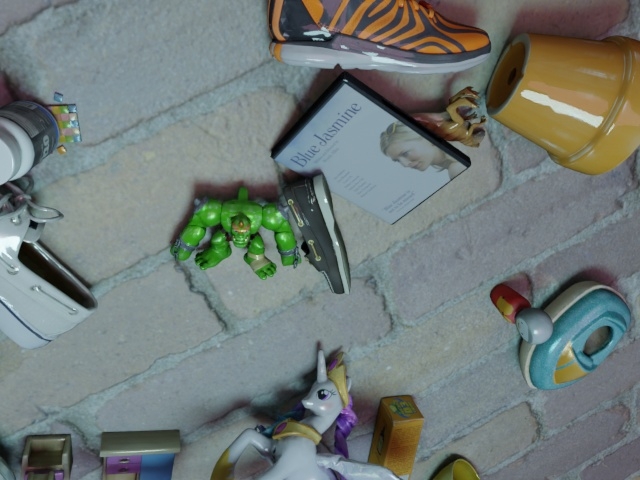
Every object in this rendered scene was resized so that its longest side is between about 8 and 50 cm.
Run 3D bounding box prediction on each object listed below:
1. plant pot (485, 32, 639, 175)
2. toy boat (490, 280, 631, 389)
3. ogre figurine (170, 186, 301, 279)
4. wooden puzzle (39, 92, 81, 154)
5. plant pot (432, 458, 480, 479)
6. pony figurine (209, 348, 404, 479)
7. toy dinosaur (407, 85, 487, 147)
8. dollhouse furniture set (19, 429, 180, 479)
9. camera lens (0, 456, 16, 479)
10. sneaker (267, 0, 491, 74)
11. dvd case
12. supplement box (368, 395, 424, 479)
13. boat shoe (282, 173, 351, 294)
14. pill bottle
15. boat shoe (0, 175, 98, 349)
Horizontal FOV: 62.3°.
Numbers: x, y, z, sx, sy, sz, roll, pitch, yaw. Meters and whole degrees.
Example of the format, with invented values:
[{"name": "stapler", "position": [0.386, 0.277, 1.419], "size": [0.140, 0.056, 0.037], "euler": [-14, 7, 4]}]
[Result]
[{"name": "plant pot", "position": [0.368, -0.223, 0.809], "size": [0.187, 0.205, 0.205], "euler": [15, 111, -7]}, {"name": "toy boat", "position": [0.479, 0.190, 1.064], "size": [0.318, 0.148, 0.268], "euler": [26, 106, -27]}, {"name": "ogre figurine", "position": [-0.125, -0.011, 0.807], "size": [0.197, 0.097, 0.118], "euler": [15, 128, 6]}, {"name": "wooden puzzle", "position": [-0.350, -0.155, 0.709], "size": [0.049, 0.006, 0.083], "euler": [-6, 117, -15]}, {"name": "plant pot", "position": [0.308, 0.591, 1.234], "size": [0.134, 0.134, 0.095], "euler": [36, 127, -29]}, {"name": "pony figurine", "position": [-0.005, 0.425, 0.945], "size": [0.363, 0.302, 0.351], "euler": [-41, 105, -29]}, {"name": "toy dinosaur", "position": [0.192, -0.184, 0.823], "size": [0.211, 0.064, 0.112], "euler": [10, 135, -26]}, {"name": "dollhouse furniture set", "position": [-0.352, 0.497, 0.862], "size": [0.286, 0.303, 0.198], "euler": [5, 113, -20]}, {"name": "camera lens", "position": [-0.595, 0.440, 0.758], "size": [0.219, 0.274, 0.220], "euler": [-1, 113, -3]}, {"name": "sneaker", "position": [0.093, -0.322, 0.700], "size": [0.321, 0.125, 0.180], "euler": [-3, 117, -16]}, {"name": "dvd case", "position": [0.077, -0.125, 0.804], "size": [0.253, 0.022, 0.180], "euler": [26, 135, -27]}, {"name": "supplement box", "position": [0.156, 0.448, 1.131], "size": [0.080, 0.078, 0.234], "euler": [-3, 117, -16]}, {"name": "boat shoe", "position": [0.000, 0.000, 0.861], "size": [0.068, 0.081, 0.228], "euler": [-12, 123, 8]}, {"name": "pill bottle", "position": [-0.376, -0.118, 0.638], "size": [0.078, 0.137, 0.078], "euler": [-3, 116, -5]}, {"name": "boat shoe", "position": [-0.413, -0.014, 0.686], "size": [0.156, 0.136, 0.367], "euler": [-27, 123, -3]}]
